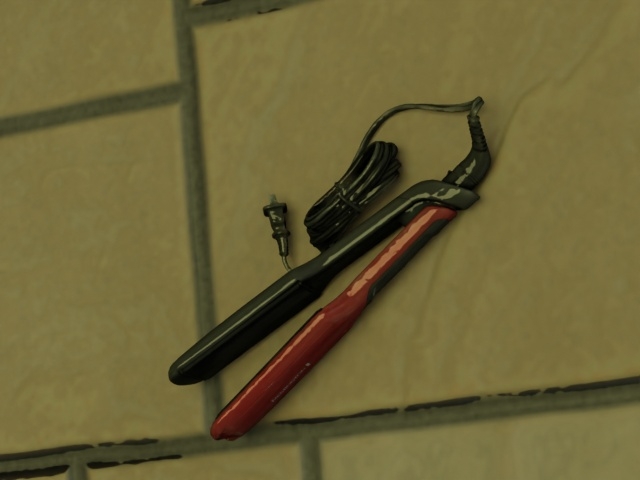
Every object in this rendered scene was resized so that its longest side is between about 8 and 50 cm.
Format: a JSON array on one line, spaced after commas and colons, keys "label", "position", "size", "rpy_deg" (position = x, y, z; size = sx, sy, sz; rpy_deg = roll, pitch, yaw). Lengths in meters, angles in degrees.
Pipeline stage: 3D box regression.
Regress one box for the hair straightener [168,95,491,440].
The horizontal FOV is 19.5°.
[{"label": "hair straightener", "position": [0.000, 0.000, 0.999], "size": [0.230, 0.047, 0.089], "rpy_deg": [-47, 68, 11]}]
